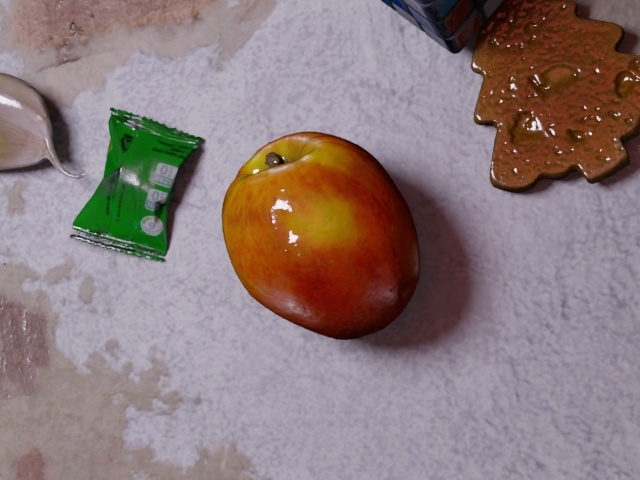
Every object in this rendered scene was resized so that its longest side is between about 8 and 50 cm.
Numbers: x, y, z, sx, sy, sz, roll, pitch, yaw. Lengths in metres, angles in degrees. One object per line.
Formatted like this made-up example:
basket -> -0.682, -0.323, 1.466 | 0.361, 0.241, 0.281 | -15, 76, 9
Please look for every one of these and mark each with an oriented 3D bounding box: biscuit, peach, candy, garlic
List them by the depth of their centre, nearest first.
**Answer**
peach -> 0.000, 0.000, 1.234 | 0.281, 0.238, 0.281 | 19, 134, 21
biscuit -> 0.316, -0.217, 1.279 | 0.278, 0.043, 0.301 | -27, 77, 11
candy -> -0.273, -0.080, 1.380 | 0.141, 0.078, 0.203 | 18, 94, 14
garlic -> -0.457, -0.175, 1.408 | 0.267, 0.148, 0.128 | 9, 46, 29

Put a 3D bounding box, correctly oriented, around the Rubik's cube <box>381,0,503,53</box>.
Rubik's cube -> 0.134, -0.465, 1.199 | 0.293, 0.287, 0.292 | 41, 95, 22
